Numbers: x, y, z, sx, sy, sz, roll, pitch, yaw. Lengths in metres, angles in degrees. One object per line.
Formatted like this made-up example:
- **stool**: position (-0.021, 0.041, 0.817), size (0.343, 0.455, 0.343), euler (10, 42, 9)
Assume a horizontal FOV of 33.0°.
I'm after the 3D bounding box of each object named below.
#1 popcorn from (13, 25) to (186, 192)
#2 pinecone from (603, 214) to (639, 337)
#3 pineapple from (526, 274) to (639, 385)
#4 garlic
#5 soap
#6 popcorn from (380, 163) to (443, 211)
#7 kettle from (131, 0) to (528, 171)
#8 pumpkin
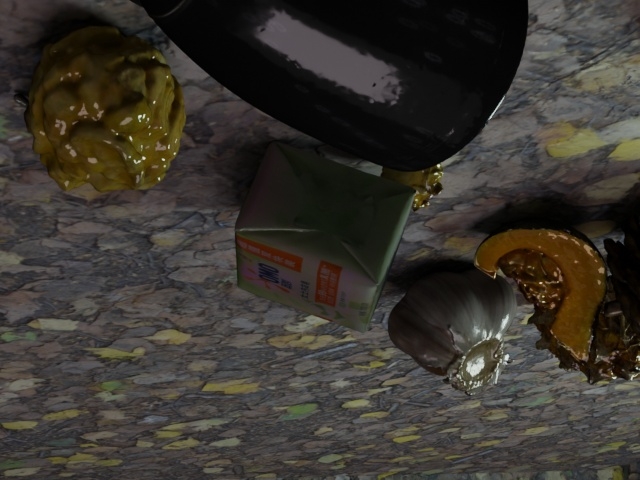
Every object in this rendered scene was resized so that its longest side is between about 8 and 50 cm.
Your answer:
- **popcorn**: position (-0.199, -0.111, 1.027), size (0.163, 0.140, 0.194), euler (8, 154, -25)
- **pinecone**: position (0.535, 0.064, 1.556), size (0.257, 0.243, 0.243), euler (-2, 168, 44)
- **pineapple**: position (0.474, 0.148, 1.787), size (0.334, 0.161, 0.158), euler (6, 150, 31)
- **garlic**: position (0.226, 0.155, 1.748), size (0.207, 0.207, 0.256), euler (-13, 164, 10)
- **soap**: position (0.000, 0.000, 1.295), size (0.182, 0.138, 0.199), euler (20, 158, 6)
- **popcorn**: position (0.112, -0.076, 1.300), size (0.083, 0.082, 0.057), euler (28, -163, 25)
- **kettle**: position (-0.029, -0.189, 0.861), size (0.290, 0.207, 0.268), euler (15, 176, -34)
- **pumpkin**: position (0.369, 0.041, 1.584), size (0.278, 0.111, 0.163), euler (42, 136, -18)
